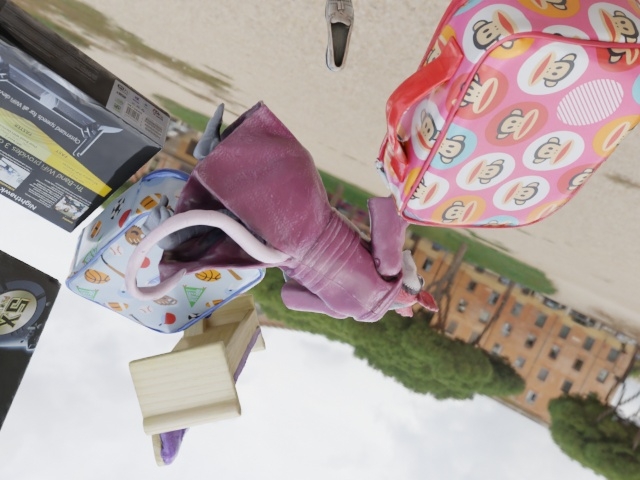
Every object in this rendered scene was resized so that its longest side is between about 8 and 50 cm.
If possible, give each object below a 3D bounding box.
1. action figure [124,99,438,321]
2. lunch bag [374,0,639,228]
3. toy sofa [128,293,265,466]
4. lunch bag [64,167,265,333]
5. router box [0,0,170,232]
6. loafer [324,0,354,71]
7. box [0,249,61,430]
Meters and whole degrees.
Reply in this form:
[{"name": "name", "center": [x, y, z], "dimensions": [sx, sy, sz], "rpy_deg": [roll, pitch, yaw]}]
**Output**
[{"name": "action figure", "center": [0.000, 0.000, 0.810], "dimensions": [0.370, 0.248, 0.275], "rpy_deg": [33, -153, -13]}, {"name": "lunch bag", "center": [0.186, -0.129, 0.718], "dimensions": [0.258, 0.293, 0.120], "rpy_deg": [-1, -125, -20]}, {"name": "toy sofa", "center": [-0.187, 0.222, 1.157], "dimensions": [0.150, 0.177, 0.362], "rpy_deg": [-13, -173, 3]}, {"name": "lunch bag", "center": [-0.233, 0.032, 1.051], "dimensions": [0.243, 0.115, 0.303], "rpy_deg": [30, 136, -31]}, {"name": "router box", "center": [-0.406, -0.169, 0.936], "dimensions": [0.309, 0.243, 0.081], "rpy_deg": [36, -145, -32]}, {"name": "loafer", "center": [0.030, -0.314, 1.006], "dimensions": [0.045, 0.125, 0.039], "rpy_deg": [1, -165, -8]}, {"name": "box", "center": [-0.263, 0.064, 0.386], "dimensions": [0.180, 0.147, 0.077], "rpy_deg": [7, 159, 25]}]
